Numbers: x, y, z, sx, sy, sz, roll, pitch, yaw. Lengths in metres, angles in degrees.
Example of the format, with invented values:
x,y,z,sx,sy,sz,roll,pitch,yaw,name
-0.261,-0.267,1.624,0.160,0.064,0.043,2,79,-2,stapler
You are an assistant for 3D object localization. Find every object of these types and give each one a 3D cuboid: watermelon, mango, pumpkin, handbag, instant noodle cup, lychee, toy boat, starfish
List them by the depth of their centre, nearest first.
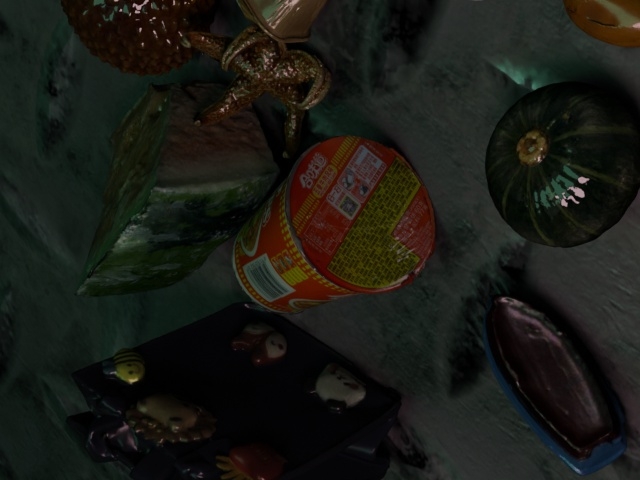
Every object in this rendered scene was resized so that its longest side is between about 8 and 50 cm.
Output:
x,y,z,sx,sy,sz,roll,pitch,yaw,name
0.285,-0.226,1.630,0.127,0.063,0.077,36,122,31,mango
0.244,-0.075,1.688,0.167,0.125,0.167,-28,44,31,pumpkin
0.246,0.148,1.826,0.223,0.100,0.097,57,174,21,toy boat
0.000,0.000,1.969,0.212,0.193,0.193,-32,82,58,instant noodle cup
-0.087,-0.186,1.997,0.190,0.074,0.146,29,130,-12,starfish
-0.104,0.212,2.046,0.303,0.329,0.122,30,123,36,handbag
-0.224,-0.309,2.055,0.200,0.200,0.238,34,142,33,lychee
-0.172,-0.065,2.099,0.151,0.302,0.264,25,137,-19,watermelon

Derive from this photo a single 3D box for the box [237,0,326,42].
x,y,z,sx,sy,sz,roll,pitch,yaw,name
-0.063,-0.308,1.947,0.177,0.111,0.111,59,139,11,box
